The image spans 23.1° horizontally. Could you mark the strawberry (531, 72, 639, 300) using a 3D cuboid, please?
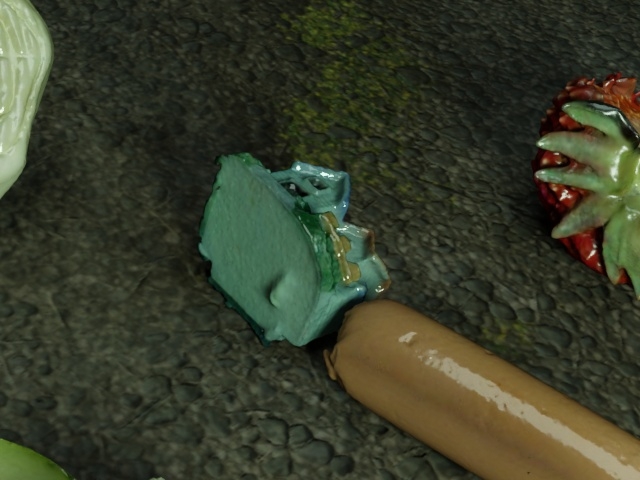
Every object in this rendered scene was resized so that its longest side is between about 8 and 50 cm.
[{"bbox_3d":[0.288,-0.035,1.413,0.233,0.138,0.306,46,18,9],"label":"strawberry"}]

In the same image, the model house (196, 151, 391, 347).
[{"bbox_3d":[0.000,0.000,1.260,0.149,0.119,0.148,-14,45,-44],"label":"model house"}]

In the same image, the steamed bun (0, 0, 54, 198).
[{"bbox_3d":[-0.358,-0.133,1.219,0.275,0.206,0.320,-18,77,-26],"label":"steamed bun"}]

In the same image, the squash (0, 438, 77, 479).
[{"bbox_3d":[-0.226,0.204,0.968,0.219,0.041,0.219,10,38,-8],"label":"squash"}]

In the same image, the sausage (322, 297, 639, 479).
[{"bbox_3d":[0.133,0.135,1.149,0.289,0.086,0.086,31,40,18],"label":"sausage"}]

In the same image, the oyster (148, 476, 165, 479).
[{"bbox_3d":[-0.081,0.227,0.955,0.191,0.081,0.163,39,54,-9],"label":"oyster"}]
